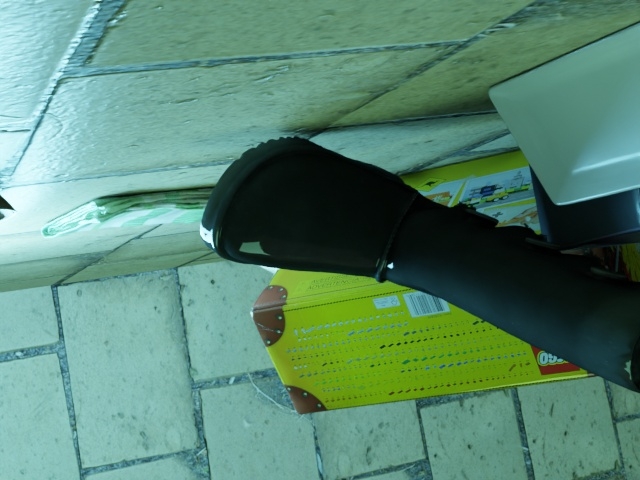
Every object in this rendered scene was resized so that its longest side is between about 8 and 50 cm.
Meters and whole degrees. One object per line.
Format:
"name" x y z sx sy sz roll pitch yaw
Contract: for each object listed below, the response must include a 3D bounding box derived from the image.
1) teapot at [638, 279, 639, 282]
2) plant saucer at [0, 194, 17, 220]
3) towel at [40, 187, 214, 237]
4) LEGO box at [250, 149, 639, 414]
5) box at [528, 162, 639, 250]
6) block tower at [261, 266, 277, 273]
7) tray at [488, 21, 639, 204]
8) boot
"teapot" 0.474 0.075 1.420 0.252 0.187 0.256 -32 162 18
"plant saucer" -0.431 -0.032 1.329 0.168 0.029 0.168 -9 177 0
"towel" -0.212 -0.040 1.705 0.324 0.038 0.248 -7 177 -31
"LEGO box" 0.203 0.043 1.699 0.500 0.193 0.372 -11 -155 27
"box" 0.414 -0.099 1.295 0.294 0.183 0.296 -7 176 -9
"block tower" 0.000 0.000 2.171 0.097 0.091 0.335 26 -163 28
"tray" 0.274 -0.118 1.091 0.030 0.145 0.270 -38 -170 -26
"boot" 0.145 0.039 1.249 0.445 0.146 0.367 30 -159 31
